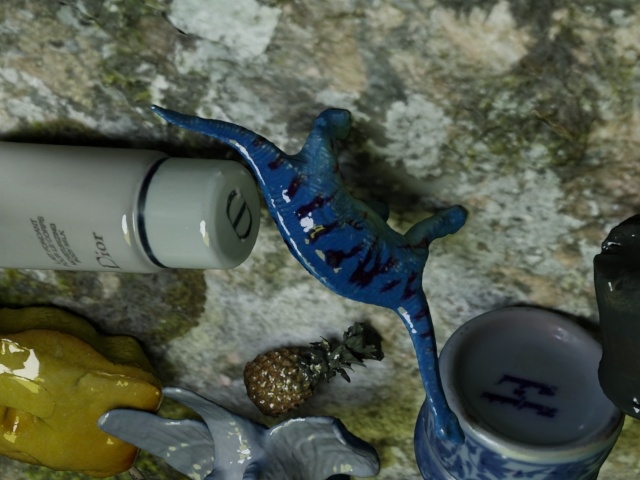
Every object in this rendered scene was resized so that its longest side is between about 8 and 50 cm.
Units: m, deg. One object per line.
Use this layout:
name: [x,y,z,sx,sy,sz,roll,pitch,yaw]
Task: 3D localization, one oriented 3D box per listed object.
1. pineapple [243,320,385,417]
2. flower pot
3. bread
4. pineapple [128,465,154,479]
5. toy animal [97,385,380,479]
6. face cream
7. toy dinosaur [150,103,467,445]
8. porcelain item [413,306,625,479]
pineapple: [-0.003,0.096,1.550,0.124,0.058,0.058,-31,120,25]
flower pot: [0.259,0.040,1.347,0.157,0.157,0.107,-8,118,24]
bread: [-0.249,0.115,1.613,0.233,0.088,0.161,22,141,-9]
pineapple: [-0.158,0.336,1.750,0.271,0.262,0.262,-40,116,16]
toy animal: [-0.053,0.180,1.564,0.239,0.176,0.255,-5,127,27]
face cream: [-0.196,-0.026,1.465,0.314,0.089,0.143,4,136,28]
toy dinosaur: [0.019,-0.010,1.384,0.076,0.144,0.329,-28,109,41]
porcelain item: [0.150,0.138,1.469,0.147,0.147,0.114,15,137,2]
